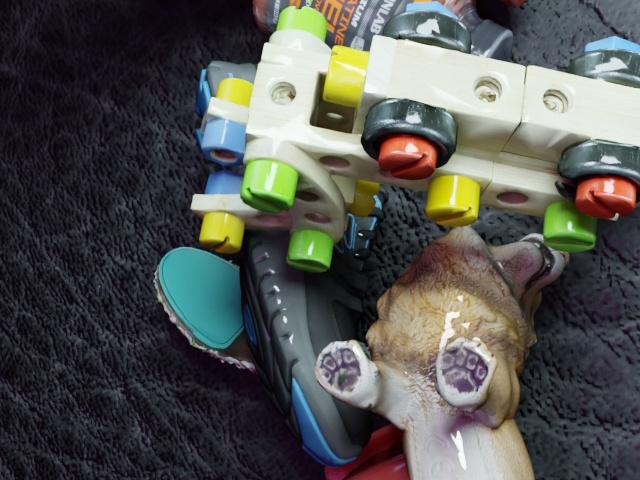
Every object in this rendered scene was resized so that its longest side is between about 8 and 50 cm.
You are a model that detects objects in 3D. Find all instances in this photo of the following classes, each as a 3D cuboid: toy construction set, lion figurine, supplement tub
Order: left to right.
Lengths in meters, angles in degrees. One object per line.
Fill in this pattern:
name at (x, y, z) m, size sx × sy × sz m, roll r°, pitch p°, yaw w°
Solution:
supplement tub at (0.051, -0.175, 0.695) m, size 0.198 × 0.106 × 0.106 m, roll 29°, pitch 102°, yaw 18°
toy construction set at (0.083, -0.051, 0.528) m, size 0.327 × 0.215 × 0.151 m, roll -3°, pitch 71°, yaw -7°
lion figurine at (0.107, 0.171, 0.565) m, size 0.142 × 0.240 × 0.392 m, roll -10°, pitch 77°, yaw 20°

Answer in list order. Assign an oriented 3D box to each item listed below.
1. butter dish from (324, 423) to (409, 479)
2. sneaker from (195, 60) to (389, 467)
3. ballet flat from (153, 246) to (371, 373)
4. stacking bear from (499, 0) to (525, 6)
butter dish at (0.071, 0.223, 0.672) m, size 0.160 × 0.118 × 0.160 m, roll -32°, pitch 75°, yaw 24°
sneaker at (0.000, 0.000, 0.680) m, size 0.139 × 0.125 × 0.341 m, roll -9°, pitch 71°, yaw -17°
ballet flat at (-0.051, 0.091, 0.765) m, size 0.241 × 0.077 × 0.091 m, roll 31°, pitch 62°, yaw 26°
stacking bear at (0.155, -0.349, 0.622) m, size 0.289 × 0.164 × 0.175 m, roll -51°, pitch 55°, yaw 10°
